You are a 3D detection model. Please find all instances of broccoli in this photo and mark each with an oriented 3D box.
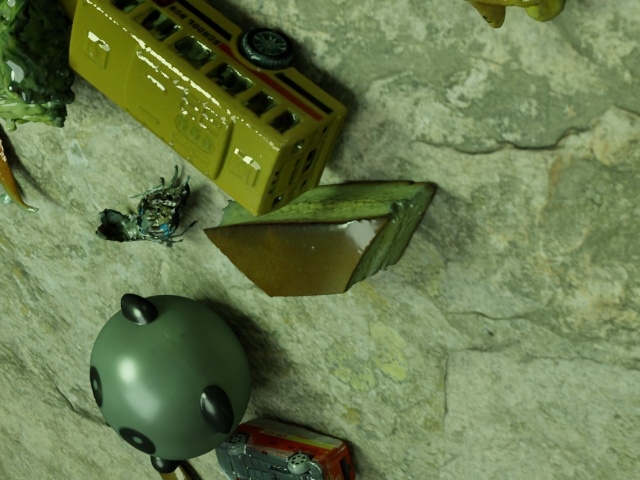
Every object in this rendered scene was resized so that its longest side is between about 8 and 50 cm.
[{"bbox_3d":[-0.384,-0.197,1.282,0.247,0.246,0.288,59,169,-13],"label":"broccoli"}]

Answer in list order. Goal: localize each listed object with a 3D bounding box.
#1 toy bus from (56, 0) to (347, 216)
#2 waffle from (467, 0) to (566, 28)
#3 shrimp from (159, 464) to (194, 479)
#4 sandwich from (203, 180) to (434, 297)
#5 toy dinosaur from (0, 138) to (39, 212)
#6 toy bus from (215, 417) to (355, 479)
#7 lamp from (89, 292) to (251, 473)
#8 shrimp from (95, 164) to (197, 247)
[{"bbox_3d":[-0.136,-0.169,1.172,0.335,0.123,0.121,38,139,15],"label":"toy bus"},{"bbox_3d":[0.042,-0.256,0.904,0.301,0.058,0.281,28,166,17],"label":"waffle"},{"bbox_3d":[-0.204,0.413,1.725,0.185,0.068,0.287,26,132,25],"label":"shrimp"},{"bbox_3d":[0.000,0.000,1.196,0.258,0.094,0.096,-2,113,46],"label":"sandwich"},{"bbox_3d":[-0.431,-0.116,1.565,0.212,0.057,0.142,9,106,26],"label":"toy dinosaur"},{"bbox_3d":[-0.041,0.261,1.446,0.174,0.077,0.079,9,125,40],"label":"toy bus"},{"bbox_3d":[-0.183,0.170,1.440,0.198,0.198,0.244,46,149,7],"label":"lamp"},{"bbox_3d":[-0.188,-0.033,1.389,0.174,0.076,0.082,-15,68,53],"label":"shrimp"}]
